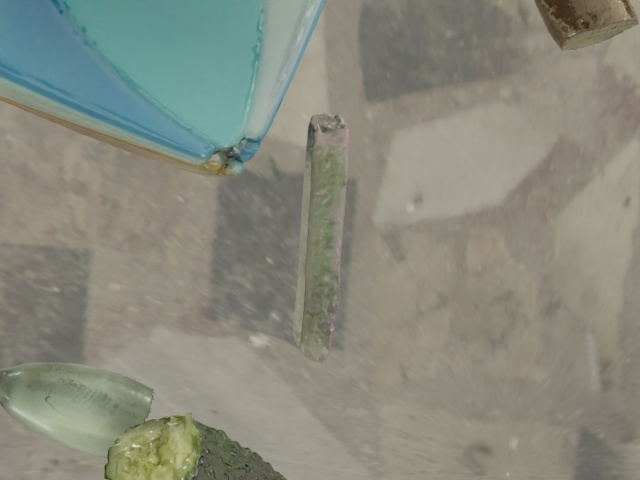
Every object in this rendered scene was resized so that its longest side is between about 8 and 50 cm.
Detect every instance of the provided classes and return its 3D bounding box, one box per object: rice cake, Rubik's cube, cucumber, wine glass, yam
[{"bbox_3d":[0.000,0.000,1.388,0.036,0.047,0.206,4,110,0],"label":"rice cake"},{"bbox_3d":[-0.174,-0.266,1.392,0.347,0.352,0.351,22,92,-13],"label":"Rubik's cube"},{"bbox_3d":[-0.048,0.140,0.937,0.058,0.187,0.058,-9,65,20],"label":"cucumber"},{"bbox_3d":[-0.314,0.076,1.878,0.310,0.096,0.264,17,84,-8],"label":"wine glass"},{"bbox_3d":[0.219,-0.235,1.525,0.084,0.084,0.127,-21,87,3],"label":"yam"}]
